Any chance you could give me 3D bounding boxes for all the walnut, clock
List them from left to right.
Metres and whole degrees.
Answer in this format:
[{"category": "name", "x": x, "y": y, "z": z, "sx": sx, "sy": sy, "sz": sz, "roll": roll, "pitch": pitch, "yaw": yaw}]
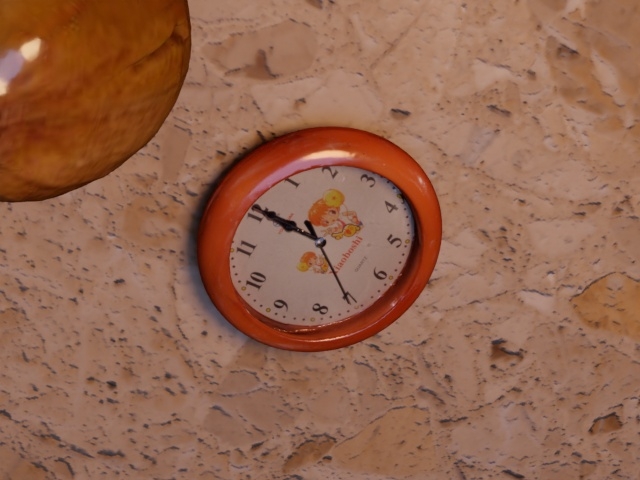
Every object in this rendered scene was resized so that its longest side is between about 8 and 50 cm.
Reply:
[{"category": "walnut", "x": -0.195, "y": -0.127, "z": 1.292, "sx": 0.209, "sy": 0.336, "sz": 0.209, "roll": 4, "pitch": 114, "yaw": 8}, {"category": "clock", "x": 0.000, "y": 0.000, "z": 1.567, "sx": 0.205, "sy": 0.051, "sz": 0.205, "roll": -7, "pitch": 120, "yaw": -12}]
